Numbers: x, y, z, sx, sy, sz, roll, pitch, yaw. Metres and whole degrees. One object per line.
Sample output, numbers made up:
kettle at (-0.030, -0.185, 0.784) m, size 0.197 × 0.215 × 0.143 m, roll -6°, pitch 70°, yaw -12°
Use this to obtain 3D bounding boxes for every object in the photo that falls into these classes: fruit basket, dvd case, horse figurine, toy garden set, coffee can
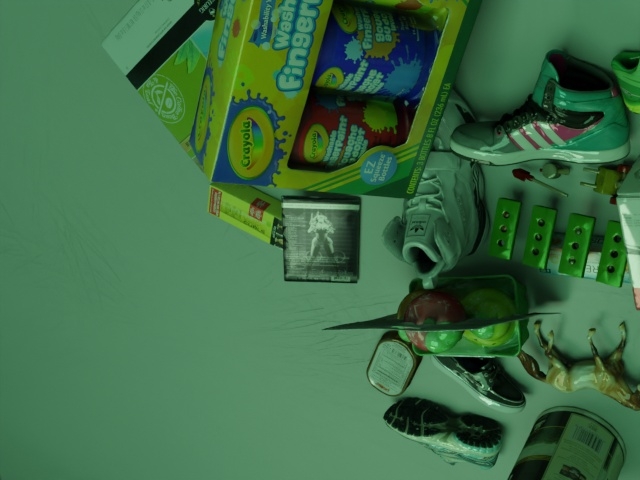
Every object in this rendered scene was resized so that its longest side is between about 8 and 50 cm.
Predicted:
fruit basket at (0.233, 0.160, 1.642) m, size 0.326 × 0.353 × 0.166 m, roll -5°, pitch 94°, yaw 36°
dvd case at (0.000, 0.000, 1.881) m, size 0.164 × 0.018 × 0.221 m, roll 2°, pitch 127°, yaw 3°
horse figurine at (0.507, 0.245, 1.718) m, size 0.263 × 0.066 × 0.175 m, roll -4°, pitch 113°, yaw 34°
toy garden set at (0.432, -0.046, 1.537) m, size 0.244 × 0.049 × 0.204 m, roll 16°, pitch 103°, yaw 33°
coffee can at (0.483, 0.501, 1.772) m, size 0.201 × 0.275 × 0.202 m, roll 19°, pitch 130°, yaw 24°

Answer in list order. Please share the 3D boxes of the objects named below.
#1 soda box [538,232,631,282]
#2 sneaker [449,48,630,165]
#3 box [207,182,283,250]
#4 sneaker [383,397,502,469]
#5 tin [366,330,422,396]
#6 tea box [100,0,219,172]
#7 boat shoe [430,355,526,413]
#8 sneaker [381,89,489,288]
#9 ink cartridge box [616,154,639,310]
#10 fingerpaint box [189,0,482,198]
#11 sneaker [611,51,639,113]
soda box at (0.486, 0.030, 1.579) m, size 0.183 × 0.058 × 0.063 m, roll 6°, pitch 124°, yaw 33°
sneaker at (0.352, -0.218, 1.431) m, size 0.295 × 0.124 × 0.179 m, roll 1°, pitch 125°, yaw 18°
box at (-0.140, -0.059, 1.954) m, size 0.232 × 0.058 × 0.087 m, roll 28°, pitch 133°, yaw 16°
sneaker at (0.274, 0.457, 2.009) m, size 0.282 × 0.110 × 0.122 m, roll 13°, pitch 131°, yaw 28°
tin at (0.166, 0.284, 2.008) m, size 0.106 × 0.040 × 0.190 m, roll 33°, pitch 135°, yaw 17°
tea box at (-0.172, -0.362, 1.641) m, size 0.324 × 0.220 × 0.329 m, roll 51°, pitch 134°, yaw -8°
boat shoe at (0.340, 0.277, 1.856) m, size 0.228 × 0.080 × 0.076 m, roll 36°, pitch 137°, yaw 19°
sneaker at (0.200, -0.095, 1.581) m, size 0.137 × 0.210 × 0.366 m, roll 2°, pitch 122°, yaw 34°
ink cartridge box at (0.559, -0.016, 1.423) m, size 0.092 × 0.158 × 0.218 m, roll -1°, pitch 121°, yaw 37°
fingerpaint box at (0.027, -0.302, 1.365) m, size 0.163 × 0.370 × 0.445 m, roll -124°, pitch 45°, yaw -53°
sneaker at (0.527, -0.281, 1.257) m, size 0.123 × 0.109 × 0.295 m, roll 52°, pitch 150°, yaw -2°
